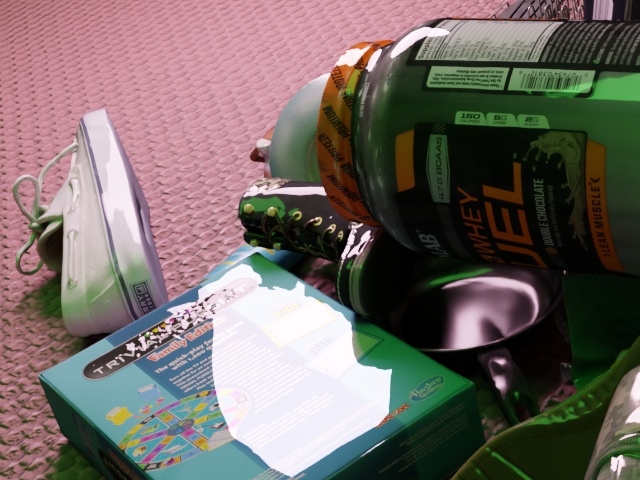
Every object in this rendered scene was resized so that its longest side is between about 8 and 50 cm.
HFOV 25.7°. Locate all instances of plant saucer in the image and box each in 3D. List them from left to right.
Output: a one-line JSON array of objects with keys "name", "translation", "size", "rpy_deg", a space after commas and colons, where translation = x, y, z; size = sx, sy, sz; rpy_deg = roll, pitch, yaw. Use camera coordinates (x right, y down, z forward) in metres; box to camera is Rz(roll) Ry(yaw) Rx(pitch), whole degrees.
[{"name": "plant saucer", "translation": [0.038, -0.082, 1.461], "size": [0.195, 0.195, 0.037], "rpy_deg": [-8, 8, 12]}]

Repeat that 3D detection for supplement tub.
[{"name": "supplement tub", "translation": [0.181, -0.080, 1.157], "size": [0.338, 0.207, 0.207], "rpy_deg": [6, 37, 31]}]

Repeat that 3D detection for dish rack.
[{"name": "dish rack", "translation": [0.334, -0.289, 1.782], "size": [0.271, 0.074, 0.208], "rpy_deg": [5, 36, 31]}]

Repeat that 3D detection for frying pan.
[{"name": "frying pan", "translation": [0.170, 0.077, 1.282], "size": [0.197, 0.053, 0.326], "rpy_deg": [-27, 33, -20]}]

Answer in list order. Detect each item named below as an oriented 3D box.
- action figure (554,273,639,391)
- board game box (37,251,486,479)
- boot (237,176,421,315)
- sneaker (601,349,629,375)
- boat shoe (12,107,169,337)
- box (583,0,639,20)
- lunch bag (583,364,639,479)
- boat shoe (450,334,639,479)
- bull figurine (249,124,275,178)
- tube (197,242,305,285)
[{"name": "action figure", "translation": [0.318, 0.073, 1.187], "size": [0.232, 0.137, 0.063], "rpy_deg": [-9, 18, -6]}, {"name": "board game box", "translation": [-0.060, 0.151, 1.239], "size": [0.254, 0.079, 0.336], "rpy_deg": [-30, 34, -23]}, {"name": "boot", "translation": [0.000, 0.001, 1.347], "size": [0.179, 0.085, 0.236], "rpy_deg": [4, 24, 17]}, {"name": "sneaker", "translation": [0.286, 0.165, 1.091], "size": [0.185, 0.069, 0.084], "rpy_deg": [37, 91, 39]}, {"name": "boat shoe", "translation": [-0.273, -0.014, 1.569], "size": [0.156, 0.136, 0.367], "rpy_deg": [-20, 41, -2]}, {"name": "box", "translation": [0.475, -0.233, 1.382], "size": [0.395, 0.212, 0.293], "rpy_deg": [0, 37, 4]}, {"name": "lunch bag", "translation": [0.269, 0.233, 0.783], "size": [0.305, 0.212, 0.256], "rpy_deg": [15, 33, 12]}, {"name": "boat shoe", "translation": [0.215, 0.163, 1.027], "size": [0.341, 0.110, 0.121], "rpy_deg": [-41, 66, 8]}, {"name": "bull figurine", "translation": [0.066, -0.111, 1.567], "size": [0.310, 0.101, 0.188], "rpy_deg": [-14, 8, 12]}, {"name": "tube", "translation": [-0.053, 0.014, 1.496], "size": [0.080, 0.052, 0.207], "rpy_deg": [17, 36, 25]}]
